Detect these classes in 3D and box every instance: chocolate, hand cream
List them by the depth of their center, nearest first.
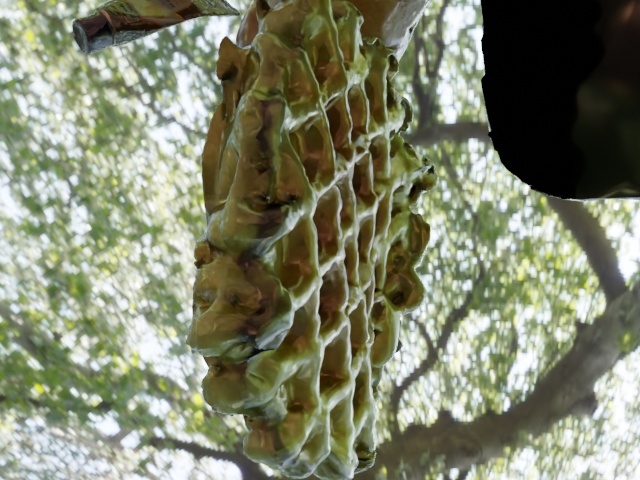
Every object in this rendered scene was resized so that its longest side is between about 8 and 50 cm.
[{"bbox_3d":[0.273,-0.179,0.793,0.225,0.340,0.210,56,-139,0],"label":"chocolate"},{"bbox_3d":[-0.155,-0.215,1.130,0.163,0.039,0.062,-26,-121,-31],"label":"hand cream"}]

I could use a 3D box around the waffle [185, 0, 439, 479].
[{"bbox_3d":[0.000,0.000,0.795,0.073,0.297,0.317,1,-114,22],"label":"waffle"}]

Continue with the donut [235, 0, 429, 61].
[{"bbox_3d":[0.035,-0.239,0.957,0.128,0.261,0.208,25,-144,-9],"label":"donut"}]
